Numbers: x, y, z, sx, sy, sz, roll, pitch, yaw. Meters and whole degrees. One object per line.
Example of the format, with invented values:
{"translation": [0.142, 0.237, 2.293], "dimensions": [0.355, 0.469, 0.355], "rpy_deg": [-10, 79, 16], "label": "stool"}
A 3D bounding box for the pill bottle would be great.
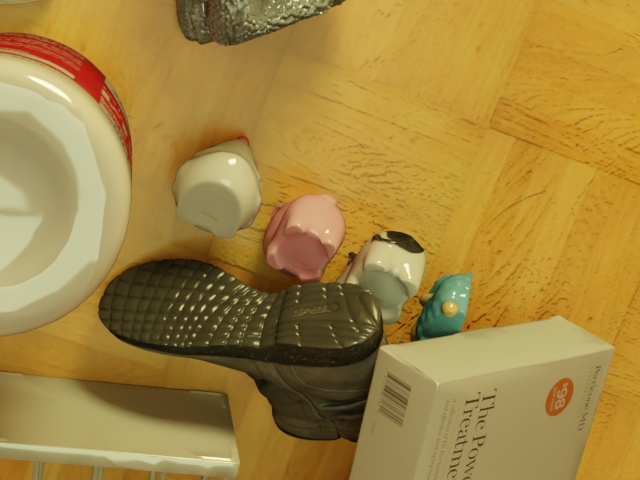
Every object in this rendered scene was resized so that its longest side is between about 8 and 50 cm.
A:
{"translation": [-0.290, -0.074, 1.168], "dimensions": [0.229, 0.407, 0.229], "rpy_deg": [-2, 104, -8], "label": "pill bottle"}

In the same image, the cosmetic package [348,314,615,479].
{"translation": [0.158, 0.283, 1.390], "dimensions": [0.284, 0.097, 0.377], "rpy_deg": [-7, 117, -41], "label": "cosmetic package"}

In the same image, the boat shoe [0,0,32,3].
{"translation": [-0.360, -0.288, 1.222], "dimensions": [0.277, 0.096, 0.098], "rpy_deg": [6, 98, -39], "label": "boat shoe"}

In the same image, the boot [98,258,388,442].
{"translation": [-0.070, 0.141, 1.390], "dimensions": [0.338, 0.118, 0.222], "rpy_deg": [10, 144, 23], "label": "boot"}

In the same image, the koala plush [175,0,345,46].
{"translation": [-0.063, -0.330, 1.267], "dimensions": [0.203, 0.196, 0.221], "rpy_deg": [-22, 105, -15], "label": "koala plush"}

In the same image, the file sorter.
{"translation": [-0.243, 0.265, 1.368], "dimensions": [0.278, 0.193, 0.173], "rpy_deg": [6, 104, -10], "label": "file sorter"}

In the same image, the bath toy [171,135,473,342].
{"translation": [0.000, 0.000, 1.377], "dimensions": [0.348, 0.129, 0.151], "rpy_deg": [30, 129, -10], "label": "bath toy"}
